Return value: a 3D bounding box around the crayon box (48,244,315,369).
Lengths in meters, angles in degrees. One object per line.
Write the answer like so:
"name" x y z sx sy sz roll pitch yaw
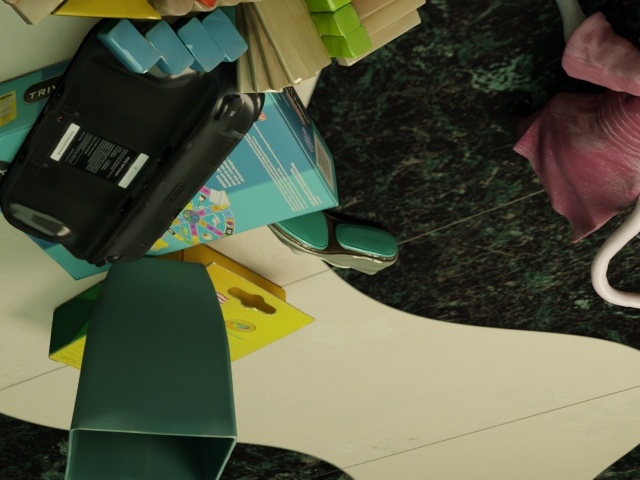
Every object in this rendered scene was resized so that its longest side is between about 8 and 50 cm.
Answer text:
"crayon box" -0.189 0.104 1.246 0.319 0.081 0.202 -27 139 29

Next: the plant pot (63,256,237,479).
"plant pot" -0.189 0.143 1.028 0.166 0.234 0.165 7 143 -14

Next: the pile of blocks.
"pile of blocks" -0.061 -0.184 0.711 0.362 0.113 0.148 -9 105 -23

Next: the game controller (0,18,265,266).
"game controller" -0.191 -0.084 0.876 0.167 0.067 0.319 30 133 -19

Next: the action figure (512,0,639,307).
"action figure" 0.304 -0.116 0.862 0.248 0.275 0.370 2 158 -1

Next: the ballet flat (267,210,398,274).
"ballet flat" 0.000 0.000 1.135 0.213 0.072 0.068 18 143 -30

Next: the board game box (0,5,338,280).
"board game box" -0.182 -0.091 0.973 0.336 0.079 0.253 -15 143 14
